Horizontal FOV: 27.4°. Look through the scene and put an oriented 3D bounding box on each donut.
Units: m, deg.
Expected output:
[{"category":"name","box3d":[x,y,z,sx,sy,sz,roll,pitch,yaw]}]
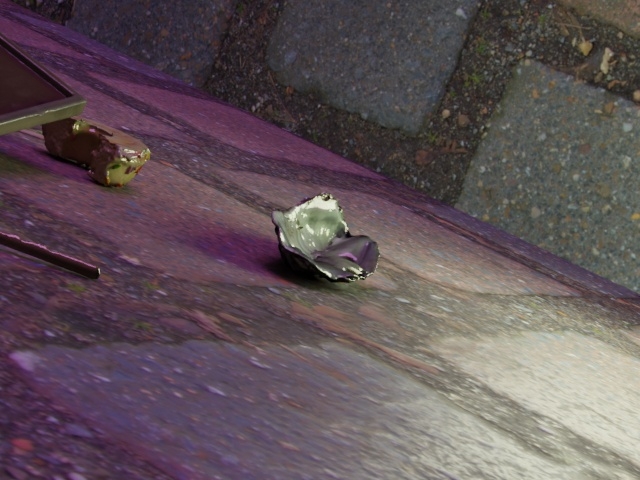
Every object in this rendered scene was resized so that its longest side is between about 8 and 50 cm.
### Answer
[{"category":"donut","box3d":[-0.297,-0.120,1.770,0.166,0.065,0.108,27,10,34]}]

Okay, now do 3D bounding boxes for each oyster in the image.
[{"category":"oyster","box3d":[0.002,-0.003,1.725,0.199,0.087,0.252,29,14,-22]}]

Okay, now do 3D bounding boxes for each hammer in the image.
[{"category":"hammer","box3d":[-0.296,-0.001,1.220,0.195,0.028,0.060,21,15,-15]}]

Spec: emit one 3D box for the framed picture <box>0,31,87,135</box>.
[{"category":"framed picture","box3d":[-0.499,-0.212,1.484,0.326,0.028,0.446,38,24,9]}]
